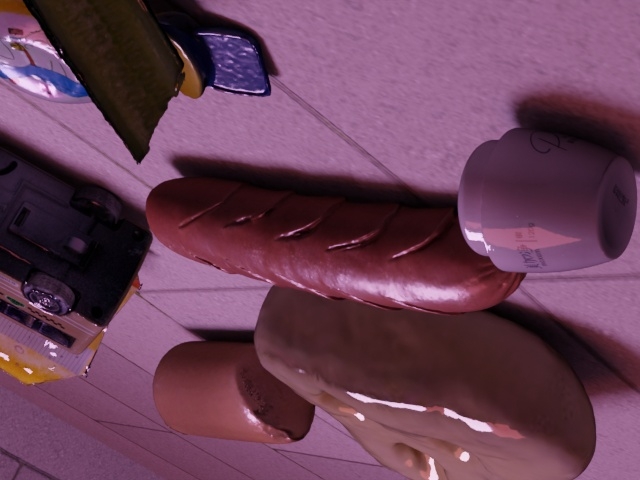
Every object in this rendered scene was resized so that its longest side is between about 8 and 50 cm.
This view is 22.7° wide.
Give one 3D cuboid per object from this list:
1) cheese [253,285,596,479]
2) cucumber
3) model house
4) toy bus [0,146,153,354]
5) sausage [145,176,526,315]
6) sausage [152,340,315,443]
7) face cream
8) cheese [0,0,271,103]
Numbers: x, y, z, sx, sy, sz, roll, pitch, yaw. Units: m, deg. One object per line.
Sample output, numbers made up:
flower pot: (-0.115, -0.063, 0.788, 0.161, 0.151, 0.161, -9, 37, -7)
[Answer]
cheese: (0.143, 0.166, 1.489, 0.328, 0.129, 0.351, 12, 158, 43)
cucumber: (-0.159, -0.159, 1.050, 0.220, 0.070, 0.046, 55, 173, -15)
model house: (-0.325, 0.031, 1.812, 0.219, 0.207, 0.136, 30, -160, -11)
toy bus: (-0.332, -0.008, 1.639, 0.290, 0.139, 0.157, 28, 150, -8)
sausage: (0.001, 0.001, 1.295, 0.433, 0.087, 0.088, 9, 156, 46)
sausage: (-0.104, 0.183, 1.944, 0.123, 0.123, 0.253, 35, 160, -25)
face cream: (0.141, -0.023, 0.991, 0.095, 0.091, 0.091, 6, 155, 33)
cheese: (-0.157, -0.141, 1.135, 0.250, 0.064, 0.156, 9, 152, 16)
